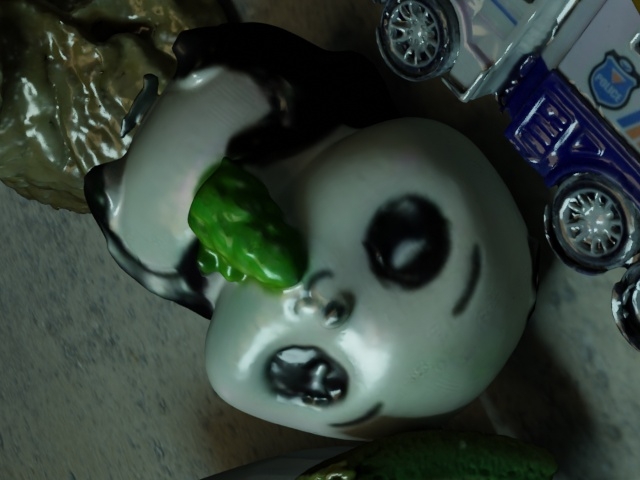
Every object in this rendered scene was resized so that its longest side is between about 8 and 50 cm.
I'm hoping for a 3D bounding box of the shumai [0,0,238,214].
[{"bbox_3d":[-0.239,-0.093,0.978,0.314,0.262,0.267,-33,82,57],"label":"shumai"}]

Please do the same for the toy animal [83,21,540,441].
[{"bbox_3d":[-0.004,-0.001,0.761,0.267,0.213,0.212,44,140,35],"label":"toy animal"}]

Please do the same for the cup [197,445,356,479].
[{"bbox_3d":[-0.028,0.288,0.927,0.371,0.253,0.253,-33,83,54],"label":"cup"}]

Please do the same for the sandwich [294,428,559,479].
[{"bbox_3d":[0.065,0.194,0.720,0.109,0.185,0.159,-45,55,54],"label":"sandwich"}]

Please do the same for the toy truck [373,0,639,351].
[{"bbox_3d":[0.158,-0.080,0.574,0.268,0.124,0.155,51,136,18],"label":"toy truck"}]

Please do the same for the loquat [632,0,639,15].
[{"bbox_3d":[0.197,-0.142,0.390,0.235,0.235,0.235,31,132,40],"label":"loquat"}]
